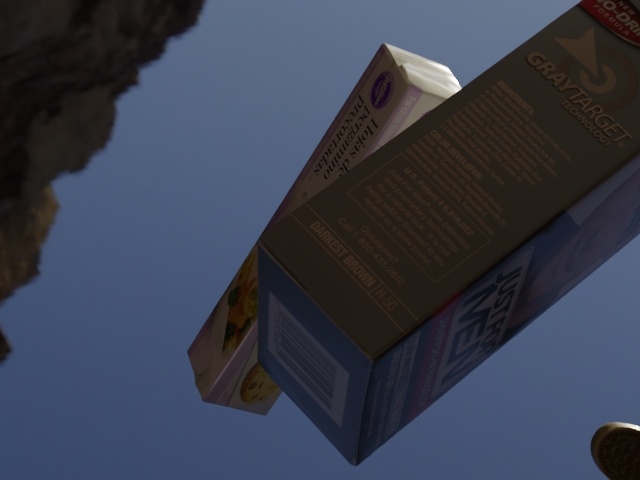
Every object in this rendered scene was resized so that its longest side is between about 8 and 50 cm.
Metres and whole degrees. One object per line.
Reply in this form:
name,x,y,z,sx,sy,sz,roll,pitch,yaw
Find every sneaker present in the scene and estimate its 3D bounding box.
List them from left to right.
sneaker,0.336,0.220,1.413,0.192,0.064,0.086,23,-172,-12

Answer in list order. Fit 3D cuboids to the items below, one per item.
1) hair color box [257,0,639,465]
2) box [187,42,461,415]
hair color box,0.132,-0.026,1.005,0.374,0.185,0.113,-37,-111,-20
box,0.000,0.000,1.129,0.067,0.324,0.063,16,-149,-32
